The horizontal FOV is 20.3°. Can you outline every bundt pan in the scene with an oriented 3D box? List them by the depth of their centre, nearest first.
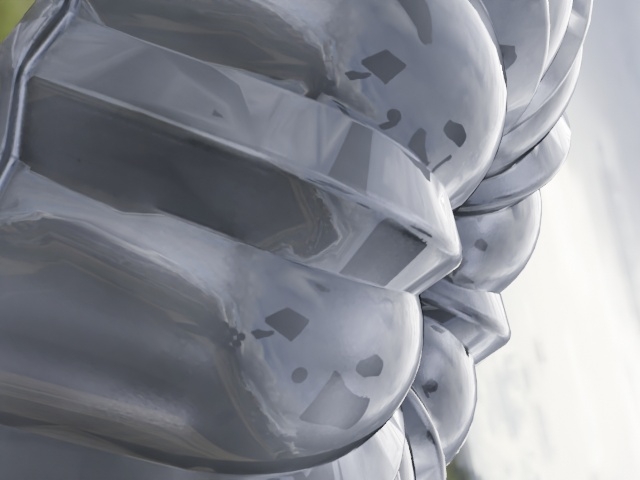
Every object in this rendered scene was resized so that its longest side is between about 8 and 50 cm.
[{"bbox_3d":[0.000,0.000,0.603,0.331,0.124,0.330,19,90,-76],"label":"bundt pan"}]
